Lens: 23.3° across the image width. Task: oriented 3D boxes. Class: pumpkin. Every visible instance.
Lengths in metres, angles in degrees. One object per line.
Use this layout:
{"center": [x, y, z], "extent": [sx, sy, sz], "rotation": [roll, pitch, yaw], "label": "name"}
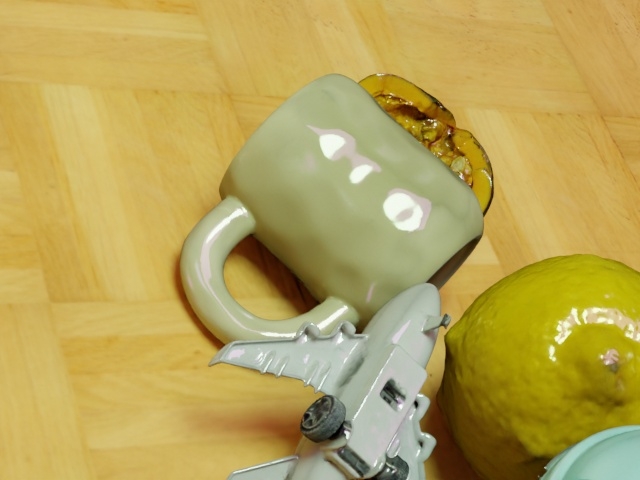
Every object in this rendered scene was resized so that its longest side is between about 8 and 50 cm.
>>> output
{"center": [0.099, -0.079, 1.556], "extent": [0.183, 0.119, 0.108], "rotation": [53, 9, 10], "label": "pumpkin"}

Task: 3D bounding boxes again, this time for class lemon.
{"center": [0.220, 0.127, 1.349], "extent": [0.234, 0.288, 0.233], "rotation": [0, 75, 1], "label": "lemon"}

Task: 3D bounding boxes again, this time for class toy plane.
{"center": [0.036, 0.137, 1.284], "extent": [0.251, 0.101, 0.255], "rotation": [45, 68, -22], "label": "toy plane"}

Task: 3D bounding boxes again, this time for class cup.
{"center": [0.010, -0.013, 1.400], "extent": [0.202, 0.173, 0.255], "rotation": [45, 44, 11], "label": "cup"}

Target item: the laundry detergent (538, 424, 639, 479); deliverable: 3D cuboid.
{"center": [0.230, 0.309, 1.165], "extent": [0.287, 0.305, 0.287], "rotation": [17, 48, -19], "label": "laundry detergent"}
